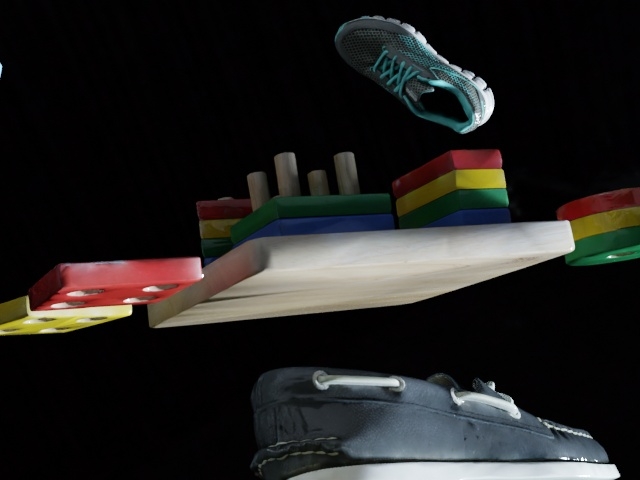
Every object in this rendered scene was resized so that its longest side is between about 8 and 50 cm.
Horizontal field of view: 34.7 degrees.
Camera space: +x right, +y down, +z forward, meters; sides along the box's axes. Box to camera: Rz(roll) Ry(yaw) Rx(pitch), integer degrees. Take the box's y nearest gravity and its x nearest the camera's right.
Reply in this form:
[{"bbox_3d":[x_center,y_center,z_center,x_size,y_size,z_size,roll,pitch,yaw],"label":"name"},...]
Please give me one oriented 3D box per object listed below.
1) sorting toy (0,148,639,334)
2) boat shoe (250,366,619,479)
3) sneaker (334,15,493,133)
[{"bbox_3d":[0.000,0.000,0.415,0.274,0.046,0.132,-4,169,-25],"label":"sorting toy"},{"bbox_3d":[0.085,0.129,0.665,0.302,0.091,0.114,13,145,-44],"label":"boat shoe"},{"bbox_3d":[0.087,-0.154,0.957,0.166,0.065,0.076,28,-154,-1],"label":"sneaker"}]
